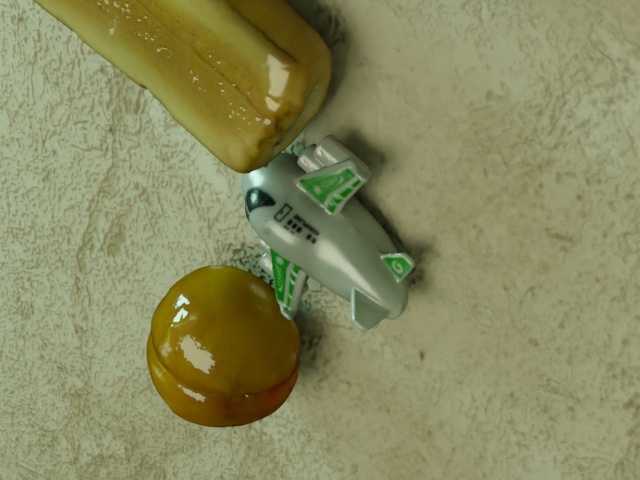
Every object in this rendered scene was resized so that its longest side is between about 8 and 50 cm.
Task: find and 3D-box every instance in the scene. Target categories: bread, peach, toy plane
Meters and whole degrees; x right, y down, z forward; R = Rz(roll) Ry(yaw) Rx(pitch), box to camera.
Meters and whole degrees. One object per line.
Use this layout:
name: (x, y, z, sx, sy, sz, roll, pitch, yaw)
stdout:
bread: (-0.117, -0.183, 0.962, 0.305, 0.091, 0.142, 42, 133, 16)
peach: (-0.080, 0.093, 1.066, 0.138, 0.138, 0.138, 22, 127, 32)
toy plane: (0.002, -0.001, 0.971, 0.174, 0.080, 0.174, 23, 127, 35)
